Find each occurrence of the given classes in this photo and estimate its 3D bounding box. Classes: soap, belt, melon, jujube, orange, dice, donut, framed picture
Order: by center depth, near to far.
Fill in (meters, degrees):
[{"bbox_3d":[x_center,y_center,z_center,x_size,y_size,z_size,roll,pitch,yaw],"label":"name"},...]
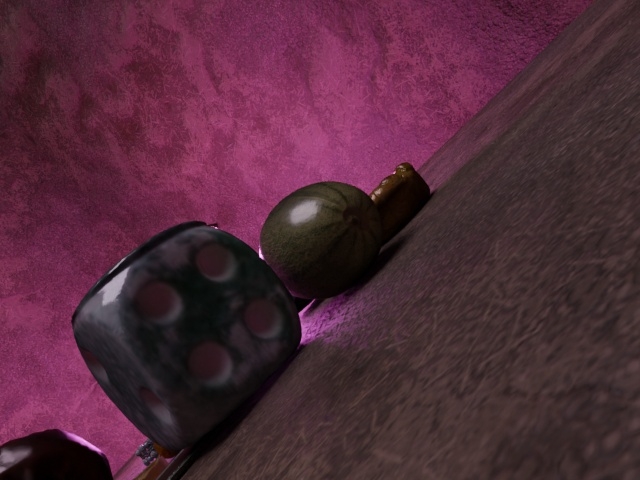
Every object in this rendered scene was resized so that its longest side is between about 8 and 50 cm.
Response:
[{"bbox_3d":[-0.483,0.470,0.966,0.276,0.276,0.377,-46,-5,-45],"label":"jujube"},{"bbox_3d":[-0.309,0.474,1.124,0.273,0.016,0.216,-45,0,-38],"label":"framed picture"},{"bbox_3d":[-0.270,0.188,1.185,0.328,0.348,0.330,-39,-2,-38],"label":"dice"},{"bbox_3d":[0.000,0.000,1.252,0.248,0.248,0.329,-46,4,-30],"label":"melon"},{"bbox_3d":[-0.441,0.588,1.365,0.252,0.037,0.092,-44,3,36],"label":"soap"},{"bbox_3d":[-0.366,0.487,1.414,0.085,0.085,0.085,-45,1,1],"label":"orange"},{"bbox_3d":[0.169,-0.087,1.461,0.226,0.114,0.226,-46,1,1],"label":"donut"},{"bbox_3d":[-0.460,0.583,1.747,0.179,0.065,0.100,-46,-9,8],"label":"belt"}]

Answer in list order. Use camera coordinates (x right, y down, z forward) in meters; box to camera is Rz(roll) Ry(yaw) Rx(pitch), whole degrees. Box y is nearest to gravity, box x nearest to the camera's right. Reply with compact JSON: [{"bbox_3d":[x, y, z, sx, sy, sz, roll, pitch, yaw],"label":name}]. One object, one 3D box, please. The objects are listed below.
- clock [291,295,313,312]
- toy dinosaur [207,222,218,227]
[{"bbox_3d":[-0.015,0.090,1.639,0.280,0.055,0.280,-47,-13,-15],"label":"clock"},{"bbox_3d":[-0.313,0.001,1.306,0.180,0.037,0.058,-30,-18,-33],"label":"toy dinosaur"}]
